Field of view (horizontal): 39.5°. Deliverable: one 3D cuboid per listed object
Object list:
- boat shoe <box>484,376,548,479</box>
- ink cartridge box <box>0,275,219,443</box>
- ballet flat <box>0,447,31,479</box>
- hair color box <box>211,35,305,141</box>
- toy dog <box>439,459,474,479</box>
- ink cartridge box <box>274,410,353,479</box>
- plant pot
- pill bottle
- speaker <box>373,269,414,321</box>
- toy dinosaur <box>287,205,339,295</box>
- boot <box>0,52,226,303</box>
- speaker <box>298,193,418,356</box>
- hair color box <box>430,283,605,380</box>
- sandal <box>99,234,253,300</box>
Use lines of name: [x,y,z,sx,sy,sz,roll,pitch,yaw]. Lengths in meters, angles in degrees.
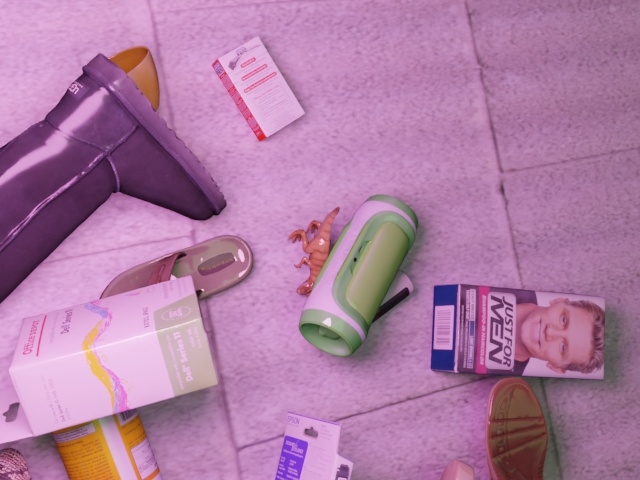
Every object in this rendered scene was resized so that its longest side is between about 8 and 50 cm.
boat shoe: [0.375,0.433,1.741,0.122,0.110,0.341,-6,91,-7]
ink cartridge box: [-0.350,0.179,1.373,0.354,0.207,0.119,-15,109,-8]
ballet flat: [-0.407,0.533,1.383,0.182,0.164,0.482,-45,118,-55]
hair color box: [-0.114,-0.278,1.641,0.093,0.053,0.167,-34,99,-20]
toy dog: [0.256,0.574,1.604,0.220,0.161,0.333,7,94,-2]
ink cartridge box: [-0.017,0.409,1.532,0.045,0.206,0.208,16,80,-26]
plant pot: [-0.329,-0.256,1.522,0.134,0.134,0.095,-41,125,-20]
pill bottle: [-0.339,0.363,1.442,0.136,0.136,0.245,-21,93,-22]
speaker: [0.111,0.115,1.693,0.136,0.055,0.055,-35,98,-22]
toy dinosaur: [0.000,0.000,1.621,0.064,0.112,0.211,-5,124,-34]
boot: [-0.407,-0.025,1.432,0.445,0.146,0.367,-47,133,-10]
speaker: [0.072,0.060,1.619,0.131,0.131,0.296,38,60,-15]
hair color box: [0.397,0.184,1.775,0.347,0.105,0.173,6,83,-22]
sandal: [-0.250,0.074,1.531,0.303,0.086,0.120,-31,96,-19]
